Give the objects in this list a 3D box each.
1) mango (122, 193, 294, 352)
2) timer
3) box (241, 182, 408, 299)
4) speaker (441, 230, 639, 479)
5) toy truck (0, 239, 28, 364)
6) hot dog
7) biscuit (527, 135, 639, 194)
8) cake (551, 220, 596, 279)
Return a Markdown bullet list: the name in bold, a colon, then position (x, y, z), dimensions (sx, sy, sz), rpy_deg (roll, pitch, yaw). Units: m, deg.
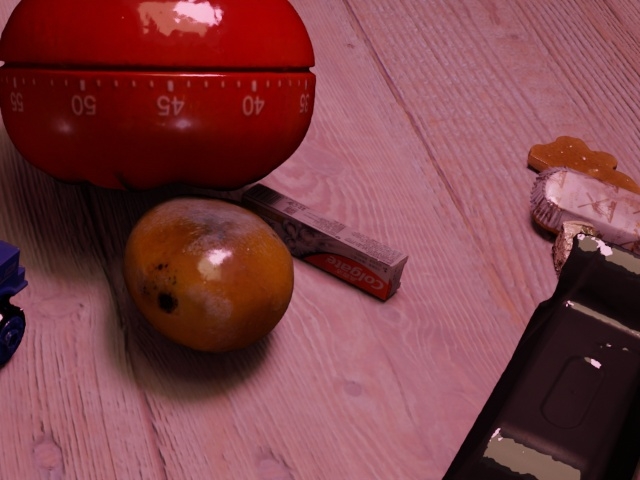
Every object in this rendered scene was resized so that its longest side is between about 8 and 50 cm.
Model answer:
- **mango**: position (-0.122, 0.019, 1.834), dimensions (0.193, 0.146, 0.316), rpy_deg (15, 23, -4)
- **timer**: position (-0.193, -0.197, 1.938), dimensions (0.378, 0.279, 0.378), rpy_deg (3, 7, 0)
- **box**: position (0.000, 0.000, 1.982), dimensions (0.218, 0.055, 0.039), rpy_deg (27, 37, 20)
- **speaker**: position (0.257, 0.174, 1.698), dimensions (0.180, 0.184, 0.388), rpy_deg (22, 35, 12)
- **toy truck**: position (-0.397, 0.052, 1.654), dimensions (0.161, 0.177, 0.213), rpy_deg (24, 34, 13)
- **hot dog**: position (0.369, -0.035, 2.154), dimensions (0.191, 0.059, 0.108), rpy_deg (19, 59, -1)
- **biscuit**: position (0.373, -0.086, 2.268), dimensions (0.184, 0.027, 0.133), rpy_deg (34, 41, 27)
- **cake**: position (0.325, 0.043, 2.064), dimensions (0.051, 0.055, 0.140), rpy_deg (9, 51, -9)
